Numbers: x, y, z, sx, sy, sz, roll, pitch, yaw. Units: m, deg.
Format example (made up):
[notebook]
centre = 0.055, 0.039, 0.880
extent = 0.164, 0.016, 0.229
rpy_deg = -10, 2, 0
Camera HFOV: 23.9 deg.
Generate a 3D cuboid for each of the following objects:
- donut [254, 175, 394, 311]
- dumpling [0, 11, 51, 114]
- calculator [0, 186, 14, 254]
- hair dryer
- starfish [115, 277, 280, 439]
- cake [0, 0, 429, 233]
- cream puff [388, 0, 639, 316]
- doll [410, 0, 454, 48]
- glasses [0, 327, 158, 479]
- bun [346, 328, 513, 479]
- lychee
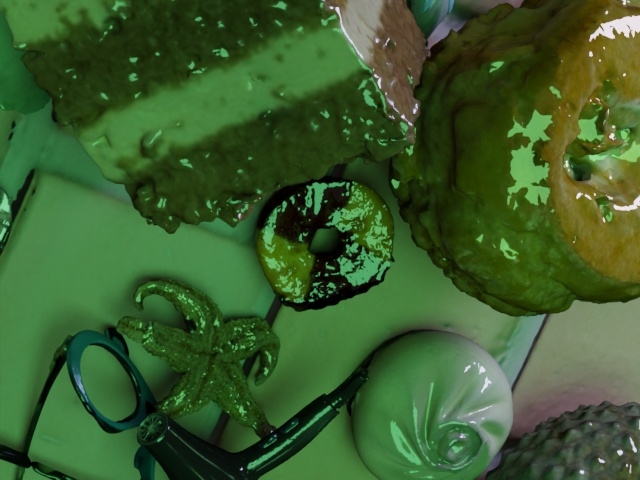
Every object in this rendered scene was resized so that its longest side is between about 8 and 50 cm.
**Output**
[donut]
centre = 0.000, 0.000, 1.468
extent = 0.140, 0.059, 0.140
rpy_deg = -5, 108, -17
[dumpling]
centre = -0.272, -0.213, 1.296
extent = 0.105, 0.149, 0.216
rpy_deg = -10, 90, 19
[calculator]
centre = -0.361, -0.026, 1.345
extent = 0.175, 0.032, 0.100
rpy_deg = 24, 96, -24
[hair dryer]
centre = -0.049, 0.179, 1.437
extent = 0.219, 0.075, 0.195
rpy_deg = -37, 135, -1
[starfish]
centre = -0.103, 0.120, 1.454
extent = 0.150, 0.053, 0.209
rpy_deg = -44, 115, -20
[cake]
centre = -0.081, -0.195, 1.236
extent = 0.256, 0.282, 0.290
rpy_deg = -20, 112, 16
[cream puff]
centre = 0.214, -0.097, 1.418
extent = 0.327, 0.231, 0.343
rpy_deg = 19, 85, -35
[doll]
centre = 0.108, -0.240, 1.446
extent = 0.057, 0.039, 0.114
rpy_deg = -10, 105, -61
[glasses]
centre = -0.230, 0.217, 1.426
extent = 0.207, 0.102, 0.239
rpy_deg = -33, 114, -8
[bun]
centre = 0.120, 0.182, 1.533
extent = 0.173, 0.120, 0.172
rpy_deg = -7, 110, -18
[lychee]
centre = 0.287, 0.295, 1.552
extent = 0.255, 0.255, 0.274
rpy_deg = 34, 85, -25
